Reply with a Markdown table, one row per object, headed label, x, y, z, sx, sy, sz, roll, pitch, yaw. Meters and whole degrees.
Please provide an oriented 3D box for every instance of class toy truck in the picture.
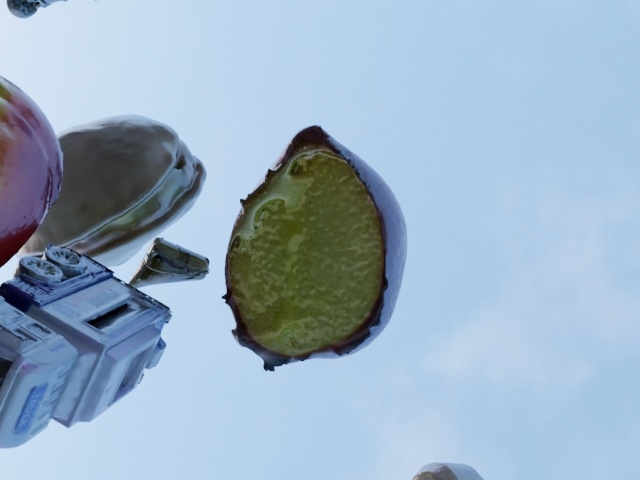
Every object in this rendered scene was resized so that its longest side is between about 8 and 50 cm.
| label | x | y | z | sx | sy | sz | roll | pitch | yaw |
| --- | --- | --- | --- | --- | --- | --- | --- | --- | --- |
| toy truck | -0.263 | 0.106 | 0.871 | 0.155 | 0.268 | 0.124 | 28 | -76 | 6 |

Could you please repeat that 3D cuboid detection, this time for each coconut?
| label | x | y | z | sx | sy | sz | roll | pitch | yaw |
| --- | --- | --- | --- | --- | --- | --- | --- | --- | --- |
| coconut | 0.189 | 0.372 | 1.301 | 0.110 | 0.124 | 0.110 | -32 | -133 | 44 |

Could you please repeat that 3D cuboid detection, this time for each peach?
| label | x | y | z | sx | sy | sz | roll | pitch | yaw |
| --- | --- | --- | --- | --- | --- | --- | --- | --- | --- |
| peach | -0.324 | -0.053 | 0.815 | 0.190 | 0.192 | 0.190 | -3 | -141 | 2 |
| peach | 0.000 | 0.000 | 1.340 | 0.258 | 0.201 | 0.361 | 5 | -74 | 13 |

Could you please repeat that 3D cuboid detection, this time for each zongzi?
| label | x | y | z | sx | sy | sz | roll | pitch | yaw |
| --- | --- | --- | --- | --- | --- | --- | --- | --- | --- |
| zongzi | -0.177 | 0.043 | 1.059 | 0.083 | 0.076 | 0.040 | -57 | -158 | 22 |

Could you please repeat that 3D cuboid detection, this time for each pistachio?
| label | x | y | z | sx | sy | sz | roll | pitch | yaw |
| --- | --- | --- | --- | --- | --- | --- | --- | --- | --- |
| pistachio | -0.408 | -0.084 | 1.701 | 0.446 | 0.281 | 0.365 | -7 | -143 | 41 |

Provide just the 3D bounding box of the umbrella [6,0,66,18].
| label | x | y | z | sx | sy | sz | roll | pitch | yaw |
| --- | --- | --- | --- | --- | --- | --- | --- | --- | --- |
| umbrella | -0.409 | -0.442 | 1.478 | 0.349 | 0.143 | 0.094 | -11 | -130 | 45 |
